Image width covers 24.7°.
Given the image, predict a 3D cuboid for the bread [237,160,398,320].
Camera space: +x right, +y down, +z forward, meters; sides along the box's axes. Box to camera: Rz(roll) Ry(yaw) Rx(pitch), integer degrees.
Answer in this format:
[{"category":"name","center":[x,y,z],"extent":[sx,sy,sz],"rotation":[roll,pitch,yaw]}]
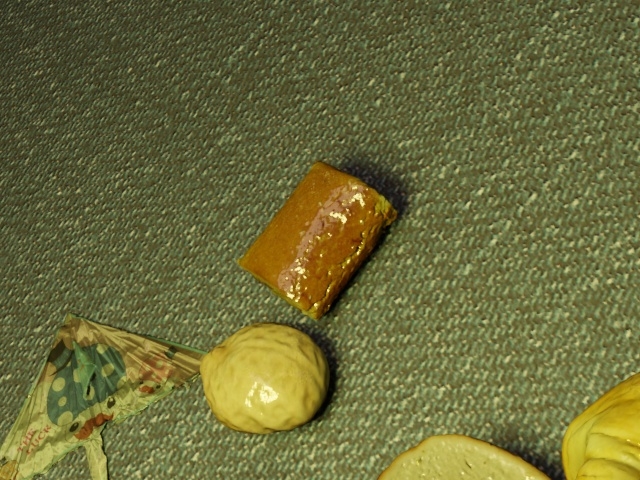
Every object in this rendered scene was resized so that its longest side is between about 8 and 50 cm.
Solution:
[{"category":"bread","center":[0.000,0.000,1.780],"extent":[0.172,0.103,0.132],"rotation":[-53,40,-6]}]

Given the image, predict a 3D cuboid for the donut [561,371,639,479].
[{"category":"donut","center":[0.341,0.275,1.204],"extent":[0.170,0.360,0.360],"rotation":[-38,46,7]}]

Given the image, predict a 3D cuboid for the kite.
[{"category":"kite","center":[-0.302,0.225,1.904],"extent":[0.406,0.014,0.368],"rotation":[-33,47,13]}]

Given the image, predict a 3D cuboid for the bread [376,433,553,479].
[{"category":"bread","center":[0.146,0.305,1.432],"extent":[0.236,0.070,0.236],"rotation":[-1,54,1]}]

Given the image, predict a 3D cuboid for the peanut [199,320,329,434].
[{"category":"peanut","center":[-0.067,0.162,1.712],"extent":[0.159,0.109,0.140],"rotation":[1,33,24]}]
